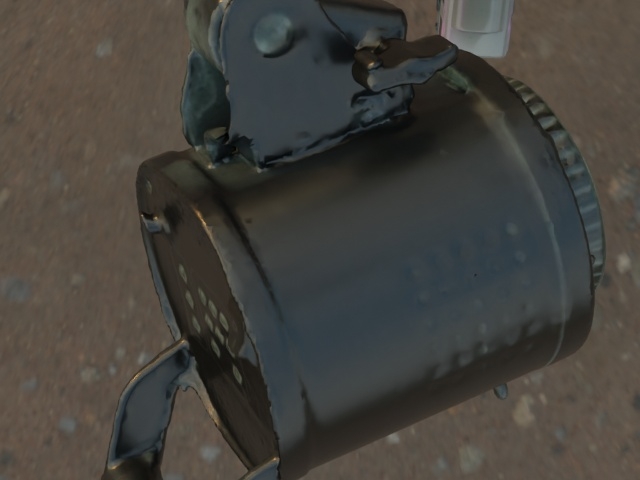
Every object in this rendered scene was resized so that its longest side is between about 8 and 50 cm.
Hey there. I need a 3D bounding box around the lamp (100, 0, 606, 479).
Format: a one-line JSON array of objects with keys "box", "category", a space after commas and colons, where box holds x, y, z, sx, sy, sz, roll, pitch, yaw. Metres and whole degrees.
[{"box": [0.031, 0.021, 0.961, 0.272, 0.205, 0.374, -3, 114, -24], "category": "lamp"}]

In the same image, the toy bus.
[{"box": [0.115, -0.195, 1.163, 0.060, 0.075, 0.123, 4, 123, 2], "category": "toy bus"}]
